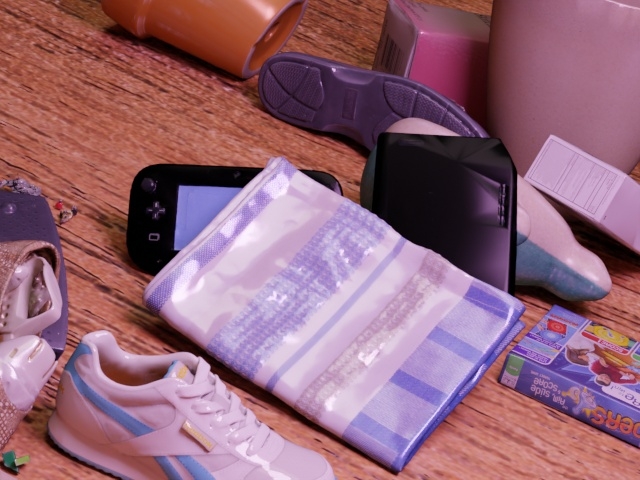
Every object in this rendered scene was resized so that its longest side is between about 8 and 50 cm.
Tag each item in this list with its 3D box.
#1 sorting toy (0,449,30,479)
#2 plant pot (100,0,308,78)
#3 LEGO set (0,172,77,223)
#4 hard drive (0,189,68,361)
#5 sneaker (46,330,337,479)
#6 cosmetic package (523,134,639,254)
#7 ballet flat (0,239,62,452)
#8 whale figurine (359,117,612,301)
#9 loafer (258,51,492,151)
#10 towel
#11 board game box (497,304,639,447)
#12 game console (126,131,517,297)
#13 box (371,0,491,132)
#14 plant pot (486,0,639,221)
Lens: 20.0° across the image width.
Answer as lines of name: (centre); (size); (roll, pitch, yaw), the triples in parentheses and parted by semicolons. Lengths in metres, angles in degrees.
sorting toy: (-0.249, 0.170, 1.335); (0.062, 0.012, 0.083); (23, 27, 16)
plant pot: (-0.125, -0.297, 2.166); (0.188, 0.205, 0.205); (38, 29, 8)
LEGO set: (-0.272, -0.044, 1.740); (0.083, 0.023, 0.054); (13, 25, -5)
hard drive: (-0.304, 0.031, 1.535); (0.172, 0.054, 0.254); (8, 28, -17)
sneaker: (-0.094, 0.145, 1.385); (0.229, 0.092, 0.087); (19, 24, 4)
cosmetic package: (0.307, -0.037, 1.908); (0.099, 0.060, 0.239); (34, 4, 30)
ballet flat: (-0.232, 0.073, 1.379); (0.067, 0.073, 0.206); (-18, 46, 17)
whale figurine: (0.158, -0.006, 1.823); (0.272, 0.141, 0.216); (35, 1, -13)
loafer: (0.076, -0.147, 2.065); (0.302, 0.109, 0.095); (24, 22, 22)
towel: (0.012, 0.055, 1.578); (0.285, 0.034, 0.209); (32, 58, 20)
board game box: (0.281, 0.135, 1.688); (0.201, 0.035, 0.136); (25, 27, 18)
game console: (0.000, 0.000, 1.677); (0.361, 0.044, 0.213); (2, 67, 4)
box: (0.192, -0.198, 2.188); (0.232, 0.127, 0.148); (7, 21, -17)
plant pot: (0.286, -0.171, 2.026); (0.256, 0.274, 0.256); (13, 24, -6)
